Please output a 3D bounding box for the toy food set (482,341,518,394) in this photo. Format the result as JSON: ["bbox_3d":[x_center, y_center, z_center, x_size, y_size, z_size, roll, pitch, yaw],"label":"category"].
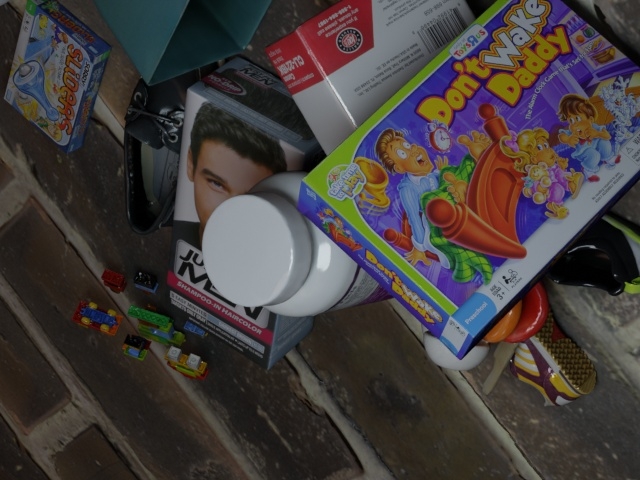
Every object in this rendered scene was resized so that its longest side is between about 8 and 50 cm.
[{"bbox_3d":[0.162,0.089,1.948,0.192,0.038,0.132,59,149,32],"label":"toy food set"}]

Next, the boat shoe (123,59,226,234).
[{"bbox_3d":[-0.210,-0.144,2.127,0.127,0.113,0.340,35,136,19],"label":"boat shoe"}]

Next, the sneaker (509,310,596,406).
[{"bbox_3d":[0.247,0.121,1.928,0.084,0.069,0.185,-33,92,43],"label":"sneaker"}]

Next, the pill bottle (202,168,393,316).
[{"bbox_3d":[0.000,0.000,1.865,0.169,0.301,0.169,3,95,33],"label":"pill bottle"}]

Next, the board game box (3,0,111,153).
[{"bbox_3d":[-0.375,-0.236,2.273,0.136,0.035,0.201,40,137,15],"label":"board game box"}]

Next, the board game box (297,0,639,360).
[{"bbox_3d":[0.179,-0.081,1.644,0.233,0.347,0.078,42,161,12],"label":"board game box"}]

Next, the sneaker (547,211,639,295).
[{"bbox_3d":[0.268,-0.004,1.804,0.234,0.097,0.084,22,129,30],"label":"sneaker"}]

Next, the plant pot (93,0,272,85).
[{"bbox_3d":[-0.191,-0.346,1.945,0.234,0.165,0.166,51,139,14],"label":"plant pot"}]

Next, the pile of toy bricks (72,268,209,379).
[{"bbox_3d":[-0.249,0.129,2.376,0.212,0.118,0.105,21,160,11],"label":"pile of toy bricks"}]

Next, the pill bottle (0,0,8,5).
[{"bbox_3d":[-0.444,-0.498,2.019,0.224,0.224,0.392,41,138,13],"label":"pill bottle"}]

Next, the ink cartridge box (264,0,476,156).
[{"bbox_3d":[0.099,-0.151,1.767,0.273,0.197,0.114,59,159,-6],"label":"ink cartridge box"}]

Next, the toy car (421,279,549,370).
[{"bbox_3d":[0.190,0.062,1.800,0.136,0.182,0.159,9,98,1],"label":"toy car"}]

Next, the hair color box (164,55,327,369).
[{"bbox_3d":[-0.088,-0.031,2.093,0.185,0.113,0.374,29,133,21],"label":"hair color box"}]
